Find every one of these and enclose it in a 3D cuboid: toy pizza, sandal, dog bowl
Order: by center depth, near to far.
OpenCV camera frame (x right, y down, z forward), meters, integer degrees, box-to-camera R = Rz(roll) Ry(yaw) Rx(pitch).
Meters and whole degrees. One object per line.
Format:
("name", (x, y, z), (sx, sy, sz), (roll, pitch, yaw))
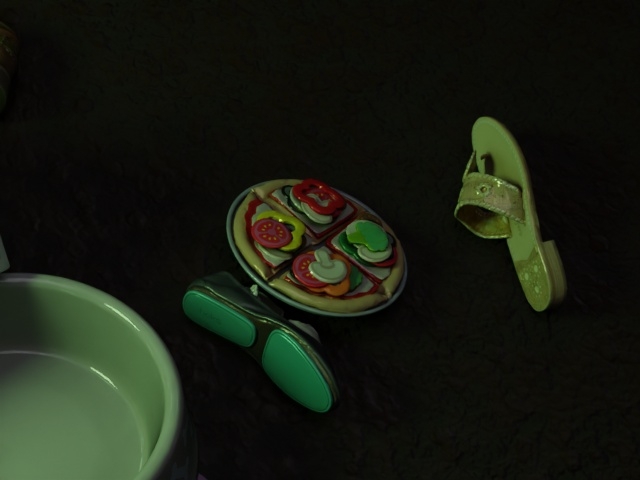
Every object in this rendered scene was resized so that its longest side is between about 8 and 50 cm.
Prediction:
("dog bowl", (-0.283, 0.174, 1.672), (0.349, 0.102, 0.348), (5, 49, -6))
("toy pizza", (0.000, 0.000, 1.882), (0.201, 0.032, 0.201), (14, 41, -13))
("sandal", (0.186, -0.030, 1.939), (0.079, 0.088, 0.240), (-10, 65, -24))

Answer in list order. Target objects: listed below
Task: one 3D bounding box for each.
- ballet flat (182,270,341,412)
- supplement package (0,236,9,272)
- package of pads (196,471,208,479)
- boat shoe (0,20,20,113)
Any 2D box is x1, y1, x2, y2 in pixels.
("ballet flat", (-0.046, 0.095, 1.822), (0.203, 0.074, 0.074), (34, 57, 19))
("supplement package", (-0.471, -0.019, 1.662), (0.199, 0.198, 0.263), (9, 31, 46))
("package of pads", (-0.146, 0.251, 1.722), (0.050, 0.032, 0.083), (36, 58, 16))
("boat shoe", (-0.476, -0.216, 1.921), (0.307, 0.110, 0.104), (16, 51, -13))
